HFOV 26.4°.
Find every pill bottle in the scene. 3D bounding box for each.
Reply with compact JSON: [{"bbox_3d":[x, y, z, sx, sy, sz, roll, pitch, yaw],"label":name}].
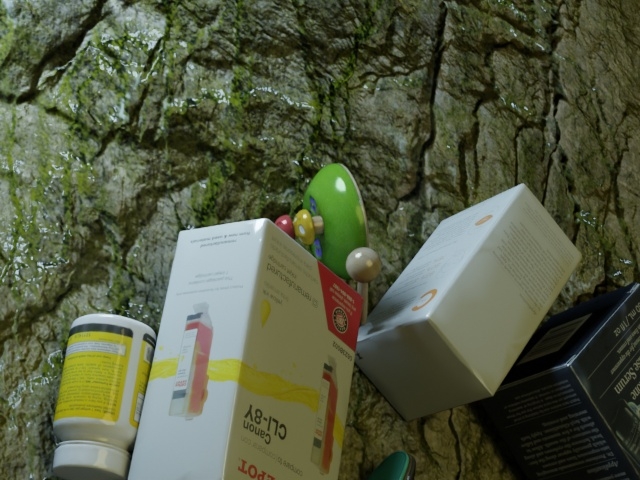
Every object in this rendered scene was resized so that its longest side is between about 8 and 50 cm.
[{"bbox_3d":[-0.291,0.214,1.817,0.119,0.119,0.209,21,61,-29],"label":"pill bottle"}]

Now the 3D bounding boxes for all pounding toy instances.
[{"bbox_3d":[0.000,0.000,2.088,0.110,0.183,0.237,-10,57,-17],"label":"pounding toy"}]

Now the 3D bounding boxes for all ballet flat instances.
[{"bbox_3d":[0.070,0.445,2.025,0.096,0.095,0.280,52,60,-22],"label":"ballet flat"}]

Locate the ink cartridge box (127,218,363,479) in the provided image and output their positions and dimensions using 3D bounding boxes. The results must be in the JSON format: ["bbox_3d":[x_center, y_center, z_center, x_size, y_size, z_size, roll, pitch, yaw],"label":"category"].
[{"bbox_3d":[-0.092,0.206,1.888,0.279,0.160,0.385,41,50,-48],"label":"ink cartridge box"}]

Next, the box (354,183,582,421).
[{"bbox_3d":[0.233,0.099,2.190,0.168,0.215,0.345,50,52,-11],"label":"box"}]

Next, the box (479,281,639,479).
[{"bbox_3d":[0.500,0.326,2.291,0.293,0.212,0.395,-38,98,-46],"label":"box"}]
